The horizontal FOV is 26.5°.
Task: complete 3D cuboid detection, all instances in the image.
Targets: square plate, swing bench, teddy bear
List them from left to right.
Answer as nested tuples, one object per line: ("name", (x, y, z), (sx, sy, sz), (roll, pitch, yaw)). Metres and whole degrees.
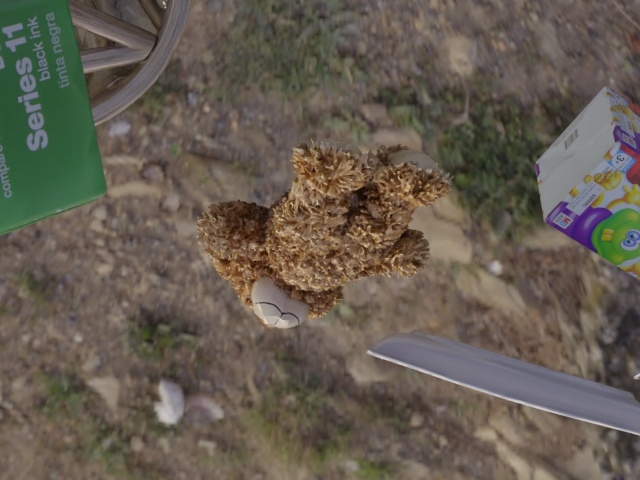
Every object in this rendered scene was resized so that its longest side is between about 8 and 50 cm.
("swing bench", (-0.260, -0.212, 1.140), (0.254, 0.253, 0.165), (2, 116, -21))
("teddy bear", (0.000, 0.000, 1.440), (0.245, 0.113, 0.338), (14, 145, -42))
("square plate", (0.237, 0.168, 1.650), (0.344, 0.347, 0.049), (16, 88, 8))

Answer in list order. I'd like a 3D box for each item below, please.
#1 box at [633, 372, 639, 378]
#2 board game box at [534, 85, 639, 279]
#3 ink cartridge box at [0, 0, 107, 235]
("box", (0.312, 0.046, 0.878), (0.225, 0.036, 0.136), (0, 154, -41))
("board game box", (0.424, -0.041, 1.694), (0.275, 0.142, 0.144), (29, 121, -16))
("ink cartridge box", (-0.209, -0.035, 0.489), (0.208, 0.153, 0.087), (-24, 117, -35))
